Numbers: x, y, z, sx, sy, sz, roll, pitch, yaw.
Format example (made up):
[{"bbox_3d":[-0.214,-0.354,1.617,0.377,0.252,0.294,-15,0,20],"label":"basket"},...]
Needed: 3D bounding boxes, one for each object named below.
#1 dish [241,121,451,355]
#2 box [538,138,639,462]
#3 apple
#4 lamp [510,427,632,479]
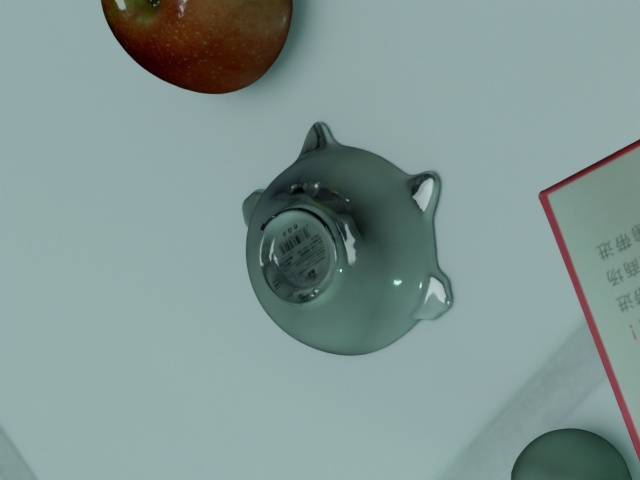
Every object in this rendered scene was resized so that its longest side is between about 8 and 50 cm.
[{"bbox_3d":[0.000,0.000,1.389,0.236,0.086,0.228,-1,92,33],"label":"dish"},{"bbox_3d":[0.380,0.048,0.990,0.314,0.300,0.312,-30,68,32],"label":"box"},{"bbox_3d":[-0.118,-0.228,1.408,0.181,0.168,0.181,6,101,31],"label":"apple"},{"bbox_3d":[0.213,0.211,1.249,0.105,0.105,0.105,2,94,34],"label":"lamp"}]
